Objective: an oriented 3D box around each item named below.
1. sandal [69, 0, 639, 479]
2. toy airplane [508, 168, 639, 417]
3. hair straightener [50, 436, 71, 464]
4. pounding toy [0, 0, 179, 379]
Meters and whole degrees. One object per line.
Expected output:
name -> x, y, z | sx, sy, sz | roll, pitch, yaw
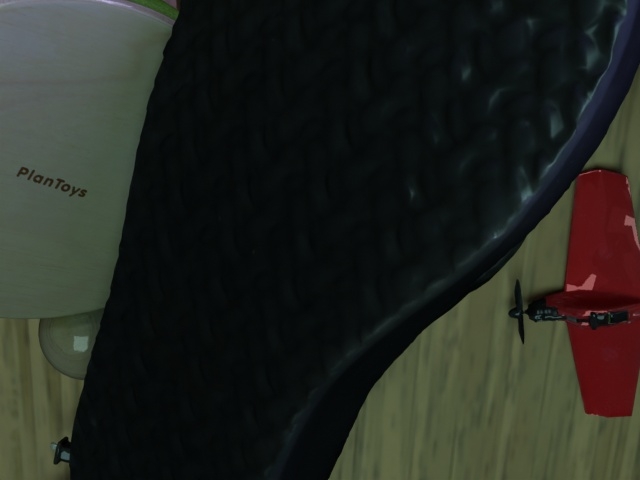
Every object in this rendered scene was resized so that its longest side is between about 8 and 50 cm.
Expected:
sandal -> -0.002, -0.001, 0.469 | 0.167, 0.107, 0.445 | 47, 131, 21
toy airplane -> 0.175, 0.036, 0.563 | 0.151, 0.028, 0.151 | 2, 115, 5
hair straightener -> -0.124, 0.144, 0.638 | 0.089, 0.047, 0.230 | 39, 116, -10
pounding toy -> -0.123, -0.049, 0.534 | 0.183, 0.110, 0.237 | -29, 137, 6
